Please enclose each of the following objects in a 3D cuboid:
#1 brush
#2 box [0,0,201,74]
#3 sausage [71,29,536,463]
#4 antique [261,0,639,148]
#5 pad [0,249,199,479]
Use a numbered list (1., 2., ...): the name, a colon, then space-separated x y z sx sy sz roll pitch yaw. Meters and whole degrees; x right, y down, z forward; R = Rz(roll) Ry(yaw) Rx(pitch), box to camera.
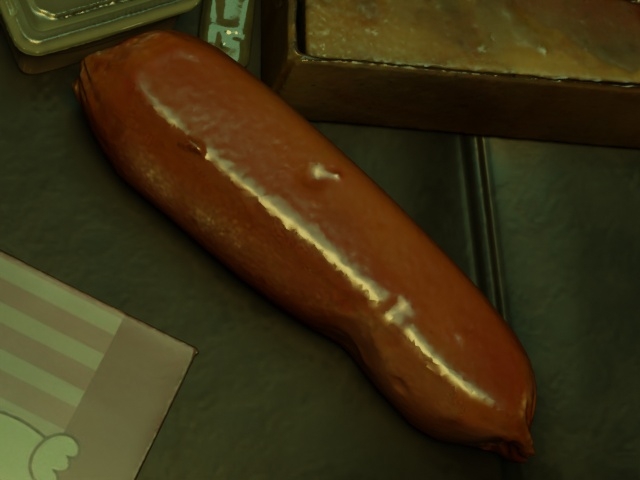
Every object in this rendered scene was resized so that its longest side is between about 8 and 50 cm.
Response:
1. brush: -0.055 -0.199 1.251 0.034 0.027 0.190 6 76 -8
2. box: -0.143 -0.154 1.189 0.122 0.062 0.089 -19 75 -21
3. sausage: 0.000 0.000 1.146 0.348 0.097 0.094 40 73 3
4. antique: 0.122 -0.121 1.230 0.310 0.087 0.093 4 67 -12
5. pad: -0.217 0.142 1.087 0.202 0.005 0.299 27 66 -3
